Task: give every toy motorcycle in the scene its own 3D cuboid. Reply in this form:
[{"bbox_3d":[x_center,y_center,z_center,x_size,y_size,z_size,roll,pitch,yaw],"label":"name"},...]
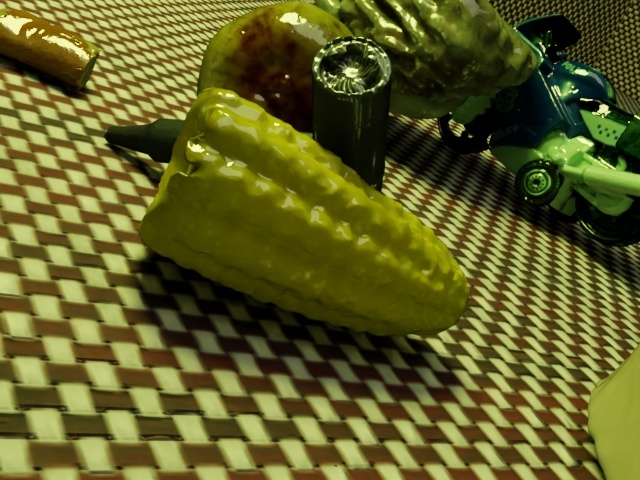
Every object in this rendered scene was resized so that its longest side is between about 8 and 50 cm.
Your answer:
[{"bbox_3d":[0.272,-0.130,0.929,0.125,0.196,0.331,19,17,-46],"label":"toy motorcycle"}]

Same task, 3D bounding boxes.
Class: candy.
[{"bbox_3d":[0.000,0.000,0.477,0.198,0.094,0.106,29,-2,-20],"label":"candy"}]

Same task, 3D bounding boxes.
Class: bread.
[{"bbox_3d":[-0.211,-0.146,0.641,0.083,0.036,0.047,22,25,-6],"label":"bread"}]

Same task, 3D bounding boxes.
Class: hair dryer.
[{"bbox_3d":[-0.053,-0.069,0.535,0.194,0.173,0.050,14,60,7],"label":"hair dryer"}]

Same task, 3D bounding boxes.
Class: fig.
[{"bbox_3d":[-0.020,-0.110,0.651,0.153,0.136,0.120,27,1,-33],"label":"fig"}]

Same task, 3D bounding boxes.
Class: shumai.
[{"bbox_3d":[0.084,-0.207,0.908,0.189,0.218,0.256,33,19,-54],"label":"shumai"}]

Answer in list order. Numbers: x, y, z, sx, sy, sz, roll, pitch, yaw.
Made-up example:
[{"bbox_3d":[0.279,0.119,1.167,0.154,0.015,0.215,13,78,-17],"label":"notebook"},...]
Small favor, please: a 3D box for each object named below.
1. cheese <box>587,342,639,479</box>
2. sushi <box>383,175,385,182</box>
[{"bbox_3d":[0.301,0.140,0.425,0.292,0.153,0.332,27,20,0],"label":"cheese"},{"bbox_3d":[-0.003,-0.091,0.772,0.120,0.026,0.126,21,30,-12],"label":"sushi"}]
